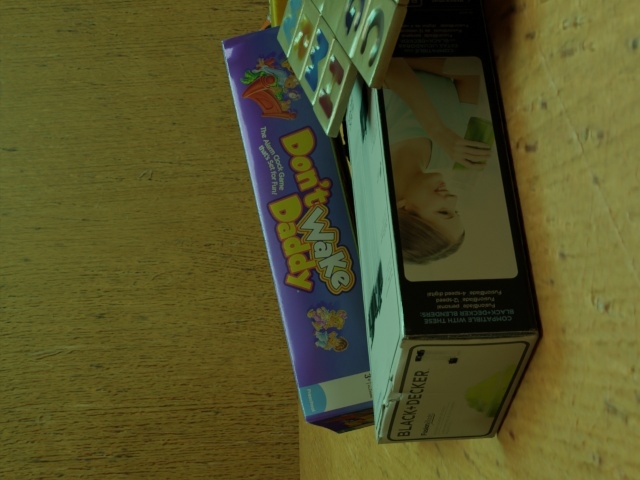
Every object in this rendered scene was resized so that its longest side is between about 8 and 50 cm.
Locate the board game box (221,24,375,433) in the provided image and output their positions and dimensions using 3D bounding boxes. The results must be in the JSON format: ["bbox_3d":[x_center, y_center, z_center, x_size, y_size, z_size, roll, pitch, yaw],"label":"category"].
[{"bbox_3d":[0.000,0.000,1.200,0.233,0.078,0.347,56,-159,-78],"label":"board game box"}]

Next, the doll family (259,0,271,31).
[{"bbox_3d":[-0.001,-0.262,1.812,0.263,0.118,0.163,-137,49,-58],"label":"doll family"}]

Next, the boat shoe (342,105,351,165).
[{"bbox_3d":[0.059,-0.097,1.212,0.219,0.077,0.070,37,-130,-84],"label":"boat shoe"}]

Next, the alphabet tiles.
[{"bbox_3d":[0.027,-0.247,0.938,0.342,0.011,0.285,-113,38,-61],"label":"alphabet tiles"}]

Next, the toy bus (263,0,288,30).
[{"bbox_3d":[-0.002,-0.246,1.517,0.333,0.130,0.108,-96,5,-46],"label":"toy bus"}]

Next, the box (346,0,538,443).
[{"bbox_3d":[0.077,-0.020,0.905,0.169,0.087,0.290,96,172,-57],"label":"box"}]
